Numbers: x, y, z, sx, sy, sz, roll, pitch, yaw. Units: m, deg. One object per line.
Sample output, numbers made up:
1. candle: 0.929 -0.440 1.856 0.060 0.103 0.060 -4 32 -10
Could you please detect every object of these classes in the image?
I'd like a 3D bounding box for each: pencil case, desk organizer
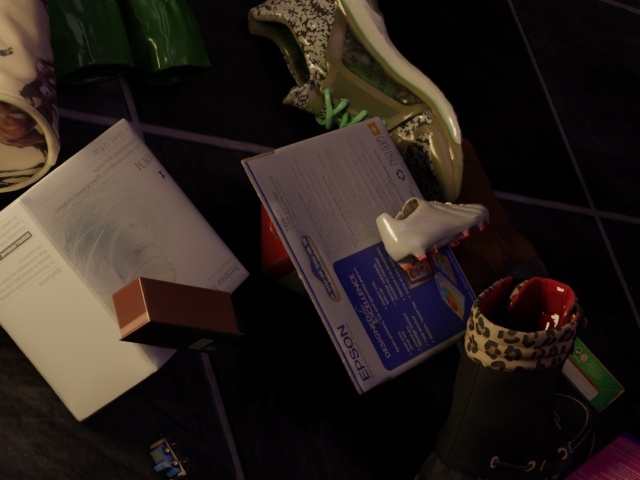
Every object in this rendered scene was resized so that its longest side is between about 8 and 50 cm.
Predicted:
1. pencil case: -0.382 -0.254 1.873 0.183 0.160 0.410 7 54 -26
2. desk organizer: -0.143 0.075 1.753 0.130 0.047 0.050 13 54 -47

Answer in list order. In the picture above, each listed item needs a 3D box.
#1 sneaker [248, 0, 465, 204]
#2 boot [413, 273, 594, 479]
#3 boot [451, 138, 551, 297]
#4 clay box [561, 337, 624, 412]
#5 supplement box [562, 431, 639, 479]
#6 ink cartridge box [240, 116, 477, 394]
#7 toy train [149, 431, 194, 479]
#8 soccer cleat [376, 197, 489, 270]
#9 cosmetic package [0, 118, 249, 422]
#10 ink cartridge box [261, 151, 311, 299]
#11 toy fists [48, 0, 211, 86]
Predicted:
1. sneaker: 0.038 -0.187 2.374 0.182 0.158 0.410 -26 71 -26
2. boot: 0.260 0.183 2.180 0.138 0.284 0.377 28 27 31
3. boot: 0.166 -0.026 2.412 0.264 0.096 0.280 -12 62 -32
4. clay box: 0.335 0.151 2.441 0.127 0.053 0.222 47 1 -13
5. supplement box: 0.353 0.355 2.206 0.220 0.111 0.114 -30 43 -34
6. ink cartridge box: 0.042 0.017 2.116 0.307 0.072 0.303 -22 84 -51
7. toy train: -0.136 0.275 1.854 0.036 0.027 0.158 -27 84 -45
8. soccer cleat: 0.142 -0.024 2.153 0.196 0.068 0.076 -23 81 -51
9. cosmetic package: -0.229 0.028 1.849 0.224 0.138 0.224 52 34 -7
10. ink cartridge box: 0.000 0.000 2.200 0.231 0.078 0.134 29 43 -34
11. toy fists: -0.248 -0.260 2.106 0.279 0.096 0.142 -6 77 -54
